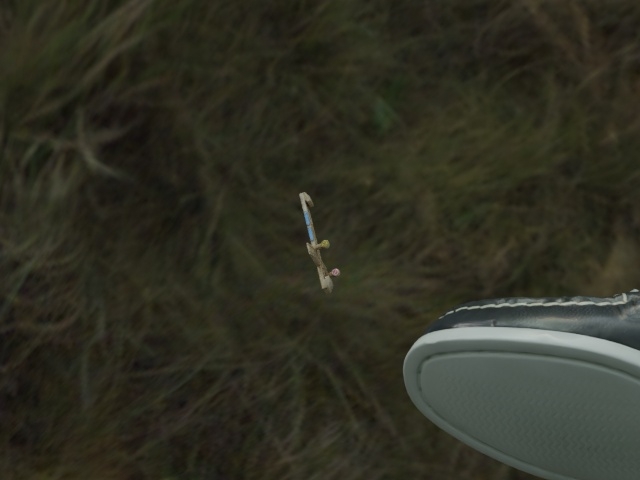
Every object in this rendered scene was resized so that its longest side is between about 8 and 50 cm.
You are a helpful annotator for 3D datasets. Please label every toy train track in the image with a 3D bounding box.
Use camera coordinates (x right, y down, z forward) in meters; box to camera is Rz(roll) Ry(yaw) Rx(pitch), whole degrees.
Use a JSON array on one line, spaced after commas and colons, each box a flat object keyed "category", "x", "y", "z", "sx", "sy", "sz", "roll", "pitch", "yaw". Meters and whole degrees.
[{"category": "toy train track", "x": 0.000, "y": 0.000, "z": 1.087, "sx": 0.014, "sy": 0.048, "sz": 0.083, "roll": -19, "pitch": 58, "yaw": 8}]

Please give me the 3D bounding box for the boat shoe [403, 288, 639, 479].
[{"category": "boat shoe", "x": 0.196, "y": 0.072, "z": 0.757, "sx": 0.302, "sy": 0.114, "sz": 0.091, "roll": 12, "pitch": 48, "yaw": 10}]
